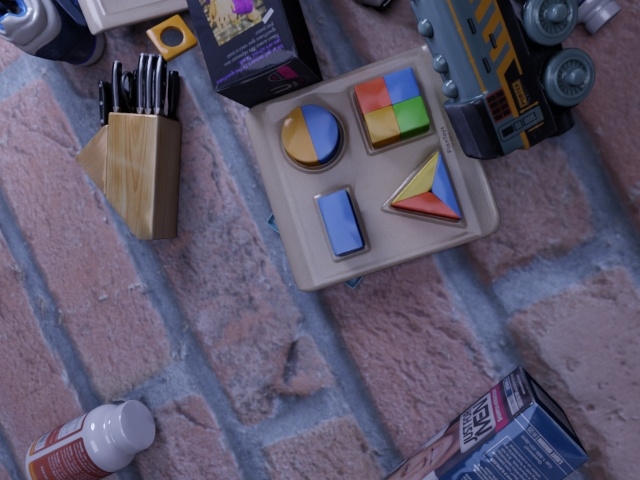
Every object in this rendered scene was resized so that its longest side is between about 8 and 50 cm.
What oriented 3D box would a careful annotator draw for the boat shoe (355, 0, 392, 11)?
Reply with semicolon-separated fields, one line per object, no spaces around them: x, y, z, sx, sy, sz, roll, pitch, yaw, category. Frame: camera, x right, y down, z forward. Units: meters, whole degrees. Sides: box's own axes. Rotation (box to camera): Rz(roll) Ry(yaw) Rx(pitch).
0.023;-0.499;0.768;0.158;0.340;0.127;-53;43;5;boat shoe

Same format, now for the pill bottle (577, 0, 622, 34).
0.374;-0.360;0.792;0.067;0.067;0.120;-41;84;13;pill bottle

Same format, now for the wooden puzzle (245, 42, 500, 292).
0.071;-0.113;0.862;0.347;0.080;0.323;-18;88;11;wooden puzzle

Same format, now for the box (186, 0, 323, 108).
-0.113;-0.369;0.858;0.143;0.165;0.271;-17;90;14;box

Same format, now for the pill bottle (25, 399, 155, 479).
-0.417;0.377;1.001;0.216;0.121;0.121;-28;87;14;pill bottle

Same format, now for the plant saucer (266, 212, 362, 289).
0.000;0.000;0.930;0.192;0.018;0.067;37;101;8;plant saucer

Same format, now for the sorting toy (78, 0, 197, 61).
-0.324;-0.449;0.942;0.195;0.047;0.348;-22;81;-11;sorting toy

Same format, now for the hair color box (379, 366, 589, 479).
0.212;0.357;0.821;0.347;0.174;0.105;-45;82;12;hair color box

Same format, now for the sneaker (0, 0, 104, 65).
-0.510;-0.456;0.912;0.130;0.236;0.323;-27;87;14;sneaker

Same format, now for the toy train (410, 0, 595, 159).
0.238;-0.272;0.744;0.190;0.142;0.334;-30;109;-5;toy train

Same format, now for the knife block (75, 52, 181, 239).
-0.291;-0.171;0.953;0.242;0.088;0.276;-41;83;13;knife block
